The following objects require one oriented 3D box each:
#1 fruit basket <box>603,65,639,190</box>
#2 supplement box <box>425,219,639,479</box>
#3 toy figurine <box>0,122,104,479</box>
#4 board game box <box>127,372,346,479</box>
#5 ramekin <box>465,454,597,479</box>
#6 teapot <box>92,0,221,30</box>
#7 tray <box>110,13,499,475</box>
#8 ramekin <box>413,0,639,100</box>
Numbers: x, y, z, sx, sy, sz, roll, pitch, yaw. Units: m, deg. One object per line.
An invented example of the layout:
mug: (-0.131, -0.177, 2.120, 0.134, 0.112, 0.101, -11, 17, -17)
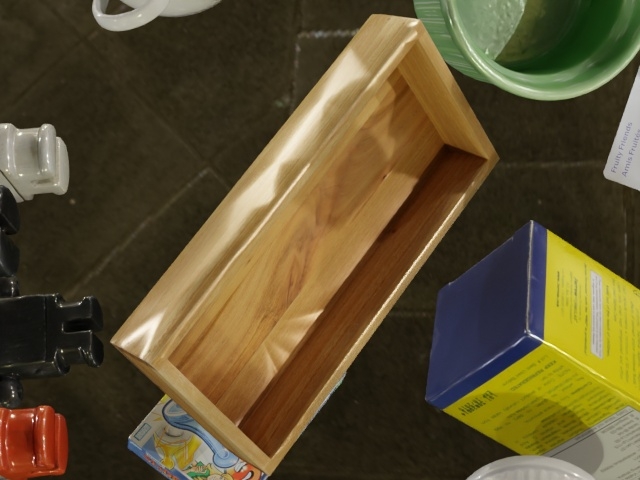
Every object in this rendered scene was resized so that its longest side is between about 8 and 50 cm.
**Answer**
fruit basket: (0.440, -0.172, 1.091, 0.353, 0.166, 0.326, 29, 107, 48)
supplement box: (0.339, 0.171, 1.456, 0.194, 0.357, 0.195, -42, 25, 41)
toy figurine: (-0.233, 0.037, 0.694, 0.148, 0.209, 0.213, -6, 25, 2)
board game box: (-0.085, 0.177, 1.182, 0.136, 0.035, 0.201, 35, 62, 8)
ramekin: (0.251, 0.368, 1.333, 0.207, 0.109, 0.207, 4, 115, 9)
teapot: (-0.173, -0.398, 1.465, 0.187, 0.253, 0.255, 27, 113, 44)
tray: (0.000, 0.000, 1.093, 0.076, 0.203, 0.411, 21, 66, 46)
ramekin: (0.263, -0.333, 1.431, 0.304, 0.148, 0.303, -3, 101, -19)
